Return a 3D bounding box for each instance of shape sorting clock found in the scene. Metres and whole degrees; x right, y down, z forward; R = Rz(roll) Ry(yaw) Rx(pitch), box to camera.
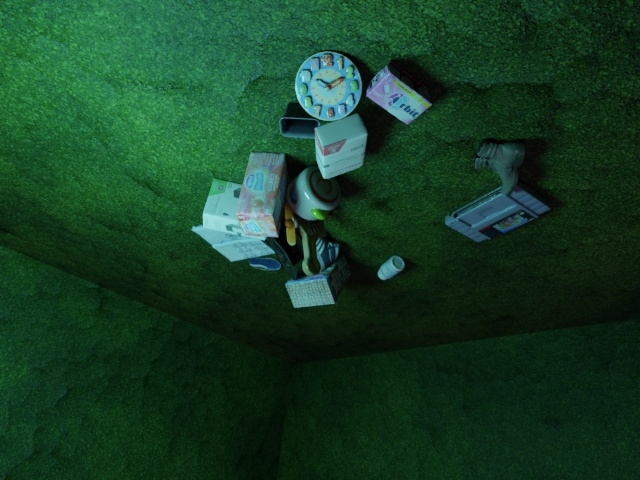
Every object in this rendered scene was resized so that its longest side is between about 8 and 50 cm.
[{"bbox_3d":[0.024,-0.468,1.280,0.206,0.040,0.206,4,121,7],"label":"shape sorting clock"}]

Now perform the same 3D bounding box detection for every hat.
[{"bbox_3d":[-0.154,0.025,2.029,0.133,0.331,0.331,-30,149,-11],"label":"hat"}]

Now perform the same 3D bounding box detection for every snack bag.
[{"bbox_3d":[-0.448,0.001,2.189,0.323,0.037,0.342,-9,145,25],"label":"snack bag"}]

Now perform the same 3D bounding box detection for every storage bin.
[{"bbox_3d":[-0.062,-0.403,1.404,0.135,0.091,0.098,5,148,5],"label":"storage bin"}]

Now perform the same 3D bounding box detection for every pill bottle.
[{"bbox_3d":[0.370,0.149,2.214,0.087,0.087,0.160,17,148,-15],"label":"pill bottle"}]

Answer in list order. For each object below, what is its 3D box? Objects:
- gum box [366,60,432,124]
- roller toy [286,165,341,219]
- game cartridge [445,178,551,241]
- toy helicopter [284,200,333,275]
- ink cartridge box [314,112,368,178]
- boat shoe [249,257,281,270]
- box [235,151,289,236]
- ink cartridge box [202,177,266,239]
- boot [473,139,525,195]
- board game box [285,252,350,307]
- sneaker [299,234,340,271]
[{"bbox_3d":[0.239,-0.454,1.287,0.188,0.062,0.107,25,144,-27],"label":"gum box"},{"bbox_3d":[-0.029,-0.185,1.659,0.191,0.209,0.146,46,137,-12],"label":"roller toy"},{"bbox_3d":[0.737,-0.110,1.752,0.230,0.068,0.355,28,143,-23],"label":"game cartridge"},{"bbox_3d":[-0.060,-0.026,1.762,0.140,0.355,0.235,-22,156,39],"label":"toy helicopter"},{"bbox_3d":[0.068,-0.315,1.426,0.158,0.092,0.218,-20,162,-5],"label":"ink cartridge box"},{"bbox_3d":[-0.307,0.137,2.361,0.183,0.066,0.066,11,154,12],"label":"boat shoe"},{"bbox_3d":[-0.214,-0.178,1.599,0.142,0.300,0.154,4,149,5],"label":"box"},{"bbox_3d":[-0.346,-0.132,1.796,0.272,0.199,0.115,12,147,-8],"label":"ink cartridge box"},{"bbox_3d":[0.633,-0.267,1.514,0.161,0.084,0.247,5,143,16],"label":"boot"},{"bbox_3d":[-0.004,0.202,2.159,0.232,0.291,0.141,-10,110,26],"label":"board game box"},{"bbox_3d":[0.000,0.000,2.045,0.099,0.153,0.282,14,129,51],"label":"sneaker"}]
